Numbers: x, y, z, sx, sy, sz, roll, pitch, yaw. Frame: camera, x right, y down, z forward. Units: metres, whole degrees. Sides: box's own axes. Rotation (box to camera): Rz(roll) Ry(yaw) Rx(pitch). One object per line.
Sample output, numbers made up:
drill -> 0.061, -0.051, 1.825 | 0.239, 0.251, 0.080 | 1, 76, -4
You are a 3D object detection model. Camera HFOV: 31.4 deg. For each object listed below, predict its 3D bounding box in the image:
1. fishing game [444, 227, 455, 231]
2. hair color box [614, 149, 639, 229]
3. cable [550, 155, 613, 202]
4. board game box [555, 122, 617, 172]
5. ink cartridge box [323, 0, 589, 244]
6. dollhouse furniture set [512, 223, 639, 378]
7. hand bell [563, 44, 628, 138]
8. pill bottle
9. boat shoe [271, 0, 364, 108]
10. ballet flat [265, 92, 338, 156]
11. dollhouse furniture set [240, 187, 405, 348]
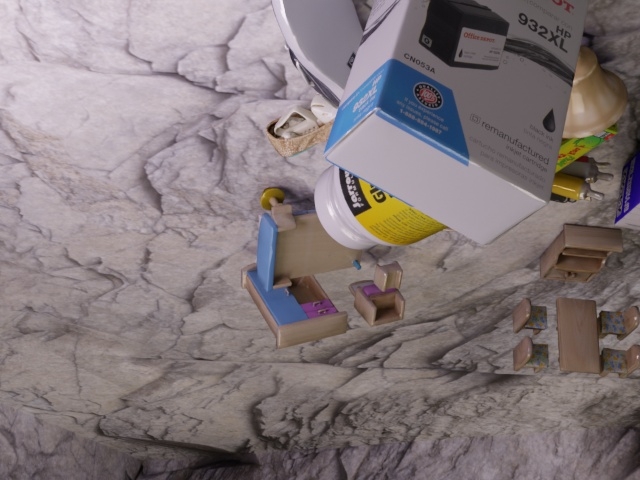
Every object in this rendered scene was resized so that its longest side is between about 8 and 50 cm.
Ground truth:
fishing game -> 0.225, -0.068, 1.921 | 0.189, 0.041, 0.264 | 6, 153, -7
hair color box -> 0.558, -0.084, 1.653 | 0.185, 0.110, 0.339 | 9, 170, 4
cable -> 0.308, -0.116, 1.770 | 0.287, 0.139, 0.072 | 13, 123, 12
board game box -> 0.349, -0.161, 1.635 | 0.043, 0.092, 0.181 | 14, 154, -22
ink cartridge box -> 0.161, -0.187, 1.287 | 0.223, 0.307, 0.129 | 27, 148, -15
dollhouse furniture set -> 0.472, 0.116, 2.059 | 0.212, 0.242, 0.161 | 5, 156, -6
hand bell -> 0.312, -0.254, 1.448 | 0.126, 0.126, 0.242 | -6, 143, 19
pill bottle -> 0.139, -0.100, 1.633 | 0.188, 0.187, 0.334 | 17, 153, -29
boat shoe -> 0.001, -0.254, 1.464 | 0.102, 0.108, 0.301 | 21, 167, 36
ballet flat -> -0.004, -0.178, 1.671 | 0.206, 0.073, 0.067 | -24, 131, 39
dollhouse furniture set -> 0.000, 0.000, 2.073 | 0.286, 0.198, 0.303 | -12, 129, -21
